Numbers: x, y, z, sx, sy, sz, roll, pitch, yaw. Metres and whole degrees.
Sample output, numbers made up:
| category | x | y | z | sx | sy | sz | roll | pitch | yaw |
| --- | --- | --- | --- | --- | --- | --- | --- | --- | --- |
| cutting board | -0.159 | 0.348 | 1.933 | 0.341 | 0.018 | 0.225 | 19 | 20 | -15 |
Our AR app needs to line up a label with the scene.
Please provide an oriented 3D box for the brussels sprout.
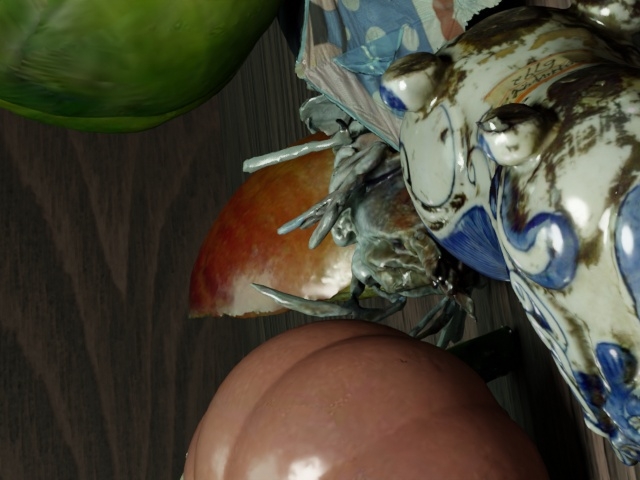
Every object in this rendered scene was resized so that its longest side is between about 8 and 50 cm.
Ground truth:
| category | x | y | z | sx | sy | sz | roll | pitch | yaw |
| --- | --- | --- | --- | --- | --- | --- | --- | --- | --- |
| brussels sprout | -0.149 | -0.233 | 1.291 | 0.354 | 0.289 | 0.281 | -55 | 22 | 41 |

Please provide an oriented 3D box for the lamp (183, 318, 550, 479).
| category | x | y | z | sx | sy | sz | roll | pitch | yaw |
| --- | --- | --- | --- | --- | --- | --- | --- | --- | --- |
| lamp | 0.022 | 0.203 | 1.210 | 0.305 | 0.240 | 0.305 | 47 | 150 | 38 |

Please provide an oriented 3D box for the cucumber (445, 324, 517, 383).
| category | x | y | z | sx | sy | sz | roll | pitch | yaw |
| --- | --- | --- | --- | --- | --- | --- | --- | --- | --- |
| cucumber | 0.083 | 0.095 | 1.346 | 0.035 | 0.107 | 0.067 | 68 | 163 | 3 |

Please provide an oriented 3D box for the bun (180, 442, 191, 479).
| category | x | y | z | sx | sy | sz | roll | pitch | yaw |
| --- | --- | --- | --- | --- | --- | --- | --- | --- | --- |
| bun | 0.008 | 0.314 | 1.610 | 0.365 | 0.219 | 0.365 | 171 | 90 | -68 |

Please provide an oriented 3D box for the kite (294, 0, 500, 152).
| category | x | y | z | sx | sy | sz | roll | pitch | yaw |
| --- | --- | --- | --- | --- | --- | --- | --- | --- | --- |
| kite | 0.073 | -0.138 | 1.202 | 0.314 | 0.011 | 0.335 | -18 | 99 | 55 |

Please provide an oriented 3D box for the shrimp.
| category | x | y | z | sx | sy | sz | roll | pitch | yaw |
| --- | --- | --- | --- | --- | --- | --- | --- | --- | --- |
| shrimp | 0.050 | -0.036 | 1.422 | 0.221 | 0.166 | 0.410 | 54 | -159 | -22 |

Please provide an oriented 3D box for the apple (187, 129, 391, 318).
| category | x | y | z | sx | sy | sz | roll | pitch | yaw |
| --- | --- | --- | --- | --- | --- | --- | --- | --- | --- |
| apple | 0.000 | 0.000 | 1.776 | 0.254 | 0.179 | 0.346 | -56 | 6 | -5 |

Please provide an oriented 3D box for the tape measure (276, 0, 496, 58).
| category | x | y | z | sx | sy | sz | roll | pitch | yaw |
| --- | --- | --- | --- | --- | --- | --- | --- | --- | --- |
| tape measure | 0.043 | -0.255 | 1.380 | 0.262 | 0.138 | 0.259 | -108 | 15 | -63 |

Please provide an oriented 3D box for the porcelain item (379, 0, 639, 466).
| category | x | y | z | sx | sy | sz | roll | pitch | yaw |
| --- | --- | --- | --- | --- | --- | --- | --- | --- | --- |
| porcelain item | 0.132 | -0.010 | 0.920 | 0.288 | 0.138 | 0.186 | -129 | 19 | -70 |
